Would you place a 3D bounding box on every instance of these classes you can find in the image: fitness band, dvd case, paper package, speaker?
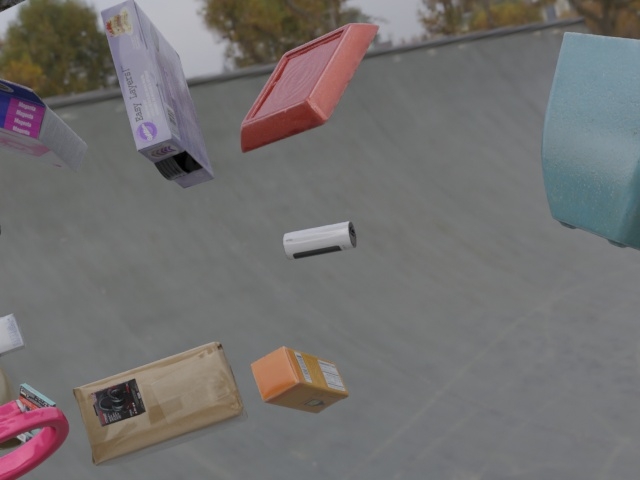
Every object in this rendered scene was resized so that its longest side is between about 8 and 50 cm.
[{"bbox_3d":[-0.551,0.354,1.646,0.291,0.054,0.209,-24,-25,-28],"label":"fitness band"},{"bbox_3d":[-0.531,0.335,1.881,0.087,0.119,0.013,24,25,28],"label":"dvd case"},{"bbox_3d":[-0.333,0.359,2.182,0.324,0.168,0.309,-19,-12,-6],"label":"paper package"},{"bbox_3d":[0.000,0.000,1.952,0.136,0.055,0.055,-10,6,16],"label":"speaker"}]

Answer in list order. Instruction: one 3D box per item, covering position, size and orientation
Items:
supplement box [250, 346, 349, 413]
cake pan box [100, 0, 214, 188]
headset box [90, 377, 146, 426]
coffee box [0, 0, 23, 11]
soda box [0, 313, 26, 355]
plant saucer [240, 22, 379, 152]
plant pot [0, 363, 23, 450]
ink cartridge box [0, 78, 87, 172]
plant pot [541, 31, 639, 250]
[{"bbox_3d":[-0.034,0.255,1.823,0.078,0.080,0.233,-30,-26,14],"label":"supplement box"},{"bbox_3d":[-0.267,-0.234,1.697,0.070,0.267,0.246,-19,-13,7],"label":"cake pan box"},{"bbox_3d":[-0.350,0.279,1.733,0.083,0.062,0.032,-18,-3,12],"label":"headset box"},{"bbox_3d":[-0.496,-0.427,1.513,0.098,0.141,0.246,18,34,15],"label":"coffee box"},{"bbox_3d":[-0.695,0.215,1.987,0.216,0.069,0.074,-19,-6,-15],"label":"soda box"},{"bbox_3d":[-0.034,-0.297,1.904,0.259,0.048,0.258,-13,41,50],"label":"plant saucer"},{"bbox_3d":[-0.772,0.333,2.148,0.284,0.191,0.284,-2,-21,-1],"label":"plant pot"},{"bbox_3d":[-0.605,-0.226,1.756,0.324,0.071,0.330,17,-8,6],"label":"ink cartridge box"},{"bbox_3d":[0.441,-0.111,1.349,0.247,0.252,0.247,16,8,-28],"label":"plant pot"}]
